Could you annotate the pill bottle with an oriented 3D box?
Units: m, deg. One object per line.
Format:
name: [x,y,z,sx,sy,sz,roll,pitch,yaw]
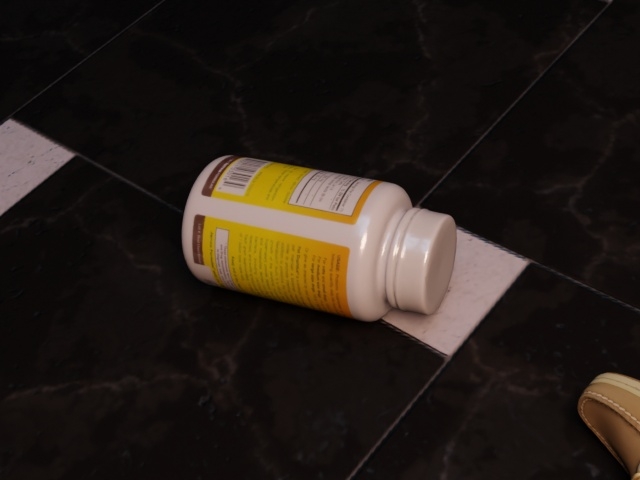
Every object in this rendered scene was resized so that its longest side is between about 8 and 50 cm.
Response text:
pill bottle: [0.000,0.000,0.823,0.215,0.117,0.117,12,52,22]

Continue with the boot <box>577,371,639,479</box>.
boot: [0.201,0.197,0.629,0.165,0.077,0.213,-31,52,-13]
